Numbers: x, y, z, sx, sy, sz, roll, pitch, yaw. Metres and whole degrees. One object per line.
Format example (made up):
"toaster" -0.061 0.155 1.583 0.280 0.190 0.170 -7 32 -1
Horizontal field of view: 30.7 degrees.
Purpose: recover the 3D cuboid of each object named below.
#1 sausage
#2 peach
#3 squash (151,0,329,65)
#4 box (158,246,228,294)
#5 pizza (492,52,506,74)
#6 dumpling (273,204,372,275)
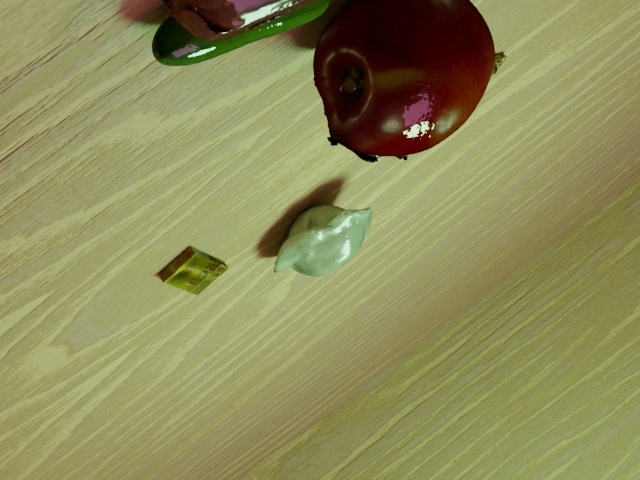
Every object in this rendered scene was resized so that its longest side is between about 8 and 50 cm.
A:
"sausage" -0.079 -0.357 1.495 0.279 0.152 0.152 -30 157 -22
"peach" 0.159 -0.292 1.838 0.361 0.258 0.201 -21 159 -30
"squash" -0.114 -0.310 1.623 0.292 0.082 0.082 -26 156 -31
"box" -0.242 0.061 2.245 0.089 0.022 0.156 -40 158 6
"pizza" 0.336 -0.342 2.336 0.083 0.025 0.078 -46 160 21
"dumpling" 0.000 0.000 2.366 0.250 0.132 0.162 -31 172 27
